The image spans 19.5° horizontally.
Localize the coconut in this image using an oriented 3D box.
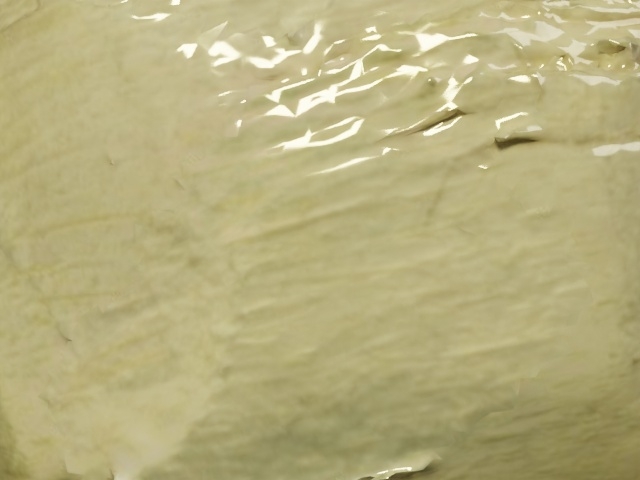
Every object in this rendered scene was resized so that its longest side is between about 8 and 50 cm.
[{"bbox_3d":[0.000,0.000,0.674,0.346,0.360,0.346,-10,90,-88],"label":"coconut"}]
